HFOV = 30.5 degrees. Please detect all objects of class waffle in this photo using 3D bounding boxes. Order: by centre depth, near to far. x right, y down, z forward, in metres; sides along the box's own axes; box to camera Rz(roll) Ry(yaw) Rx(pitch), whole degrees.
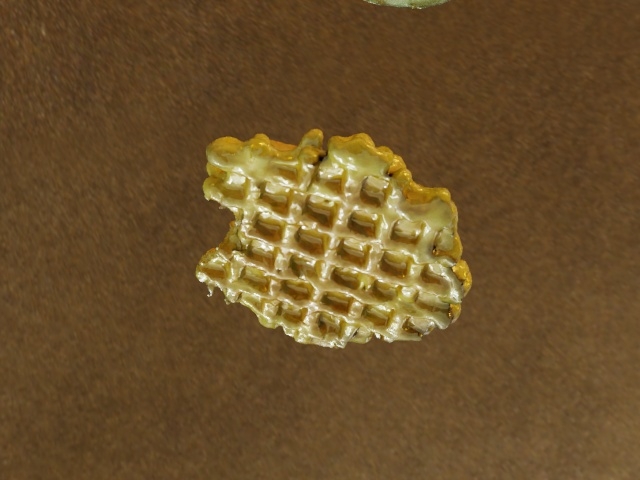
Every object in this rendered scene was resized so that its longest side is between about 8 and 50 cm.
[{"bbox_3d":[0.002,0.007,1.149,0.282,0.058,0.300,-1,137,17],"label":"waffle"}]

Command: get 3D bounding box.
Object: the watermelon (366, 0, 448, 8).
[{"bbox_3d":[0.084,-0.302,1.136,0.187,0.071,0.139,4,132,27],"label":"watermelon"}]
